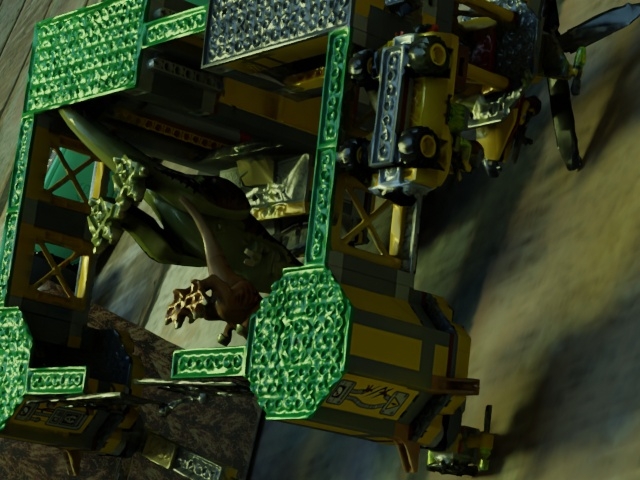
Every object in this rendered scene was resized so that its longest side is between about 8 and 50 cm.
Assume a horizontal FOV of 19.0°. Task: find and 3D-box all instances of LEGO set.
[{"bbox_3d":[0.000,0.000,0.871,0.331,0.192,0.254,-19,63,46],"label":"LEGO set"}]

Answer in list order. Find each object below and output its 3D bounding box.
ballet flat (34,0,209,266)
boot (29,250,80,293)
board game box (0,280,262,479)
[{"bbox_3d":[-0.160,-0.123,1.547,0.316,0.108,0.106,-58,11,9],"label":"ballet flat"},{"bbox_3d":[-0.280,0.119,1.518,0.246,0.094,0.207,-21,47,54],"label":"boot"},{"bbox_3d":[-0.179,0.204,1.044,0.291,0.141,0.232,-43,26,46],"label":"board game box"}]
